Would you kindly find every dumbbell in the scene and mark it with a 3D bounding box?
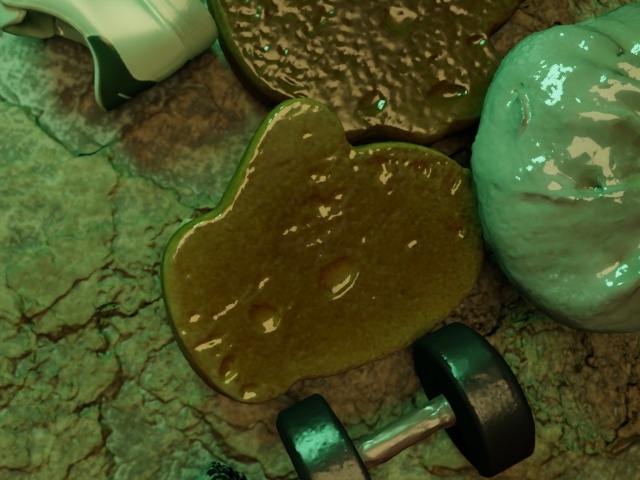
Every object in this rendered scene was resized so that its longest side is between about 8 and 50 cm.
[{"bbox_3d":[0.080,0.190,0.713,0.218,0.152,0.152,-25,90,-11],"label":"dumbbell"}]

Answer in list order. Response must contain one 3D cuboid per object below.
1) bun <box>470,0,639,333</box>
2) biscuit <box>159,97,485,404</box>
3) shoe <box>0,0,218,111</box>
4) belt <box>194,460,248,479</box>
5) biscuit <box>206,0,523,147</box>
[{"bbox_3d":[0.321,-0.070,0.732,0.355,0.194,0.354,3,83,-26],"label":"bun"},{"bbox_3d":[-0.001,0.000,0.740,0.344,0.057,0.287,-24,106,-10],"label":"biscuit"},{"bbox_3d":[-0.278,-0.286,0.711,0.160,0.132,0.363,-45,97,-6],"label":"shoe"},{"bbox_3d":[-0.047,0.332,0.652,0.257,0.207,0.150,42,81,11],"label":"belt"},{"bbox_3d":[0.069,-0.274,0.795,0.381,0.074,0.358,-13,89,-13],"label":"biscuit"}]
